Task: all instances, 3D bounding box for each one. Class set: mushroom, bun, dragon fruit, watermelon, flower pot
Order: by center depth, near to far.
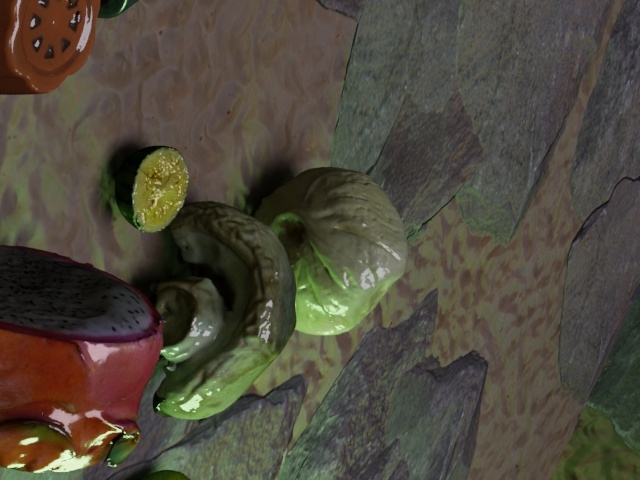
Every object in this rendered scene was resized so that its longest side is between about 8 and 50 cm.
[{"bbox_3d":[-0.307,-0.216,1.468,0.190,0.173,0.191,-39,139,-44],"label":"flower pot"},{"bbox_3d":[-0.296,0.132,1.596,0.290,0.290,0.189,-15,120,-59],"label":"dragon fruit"},{"bbox_3d":[-0.204,-0.063,1.876,0.105,0.062,0.106,-26,124,-48],"label":"watermelon"},{"bbox_3d":[-0.111,0.095,1.997,0.189,0.164,0.267,53,43,-64],"label":"mushroom"},{"bbox_3d":[0.000,0.000,2.136,0.153,0.243,0.244,35,75,-43],"label":"bun"}]

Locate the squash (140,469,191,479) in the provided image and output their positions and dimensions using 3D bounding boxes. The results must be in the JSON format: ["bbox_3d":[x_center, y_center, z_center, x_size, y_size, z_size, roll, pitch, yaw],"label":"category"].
[{"bbox_3d":[-0.225,0.357,2.078,0.188,0.095,0.095,-24,128,-56],"label":"squash"}]

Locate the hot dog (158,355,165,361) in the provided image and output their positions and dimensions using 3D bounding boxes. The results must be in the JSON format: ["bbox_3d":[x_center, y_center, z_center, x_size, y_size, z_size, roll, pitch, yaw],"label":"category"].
[{"bbox_3d":[-0.215,0.131,2.010,0.122,0.037,0.049,11,101,-62],"label":"hot dog"}]

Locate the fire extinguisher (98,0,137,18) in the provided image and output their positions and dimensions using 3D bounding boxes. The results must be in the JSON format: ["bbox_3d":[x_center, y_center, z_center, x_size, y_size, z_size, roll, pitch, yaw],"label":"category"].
[{"bbox_3d":[-0.143,-0.403,1.716,0.376,0.113,0.200,-46,144,-40],"label":"fire extinguisher"}]
